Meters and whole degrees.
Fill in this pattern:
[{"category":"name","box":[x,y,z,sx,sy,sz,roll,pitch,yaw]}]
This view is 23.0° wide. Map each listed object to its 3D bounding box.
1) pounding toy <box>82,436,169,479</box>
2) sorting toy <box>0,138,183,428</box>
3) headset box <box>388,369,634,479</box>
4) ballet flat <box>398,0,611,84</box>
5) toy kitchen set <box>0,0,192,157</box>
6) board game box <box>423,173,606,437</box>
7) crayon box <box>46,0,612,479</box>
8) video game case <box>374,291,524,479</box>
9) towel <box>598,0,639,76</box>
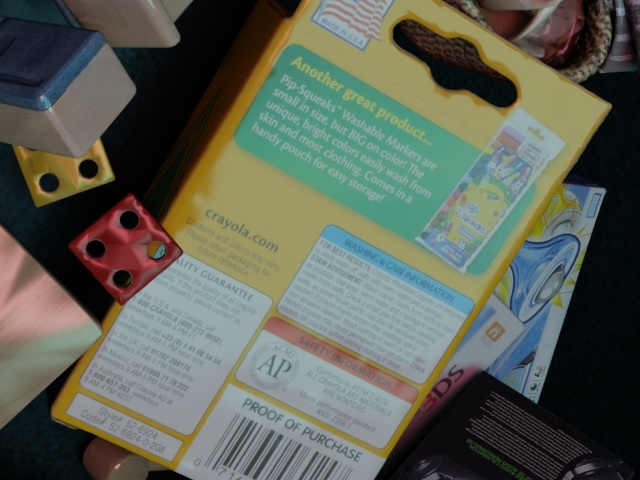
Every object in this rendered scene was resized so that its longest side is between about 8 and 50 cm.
[{"category":"pounding toy","box":[-0.093,0.220,1.057,0.181,0.094,0.206,-36,131,-14]},{"category":"sorting toy","box":[-0.207,0.038,0.881,0.274,0.046,0.132,-43,103,2]},{"category":"headset box","box":[0.060,0.273,1.058,0.283,0.131,0.246,-41,158,-44]},{"category":"ballet flat","box":[0.073,-0.279,0.841,0.164,0.182,0.482,-37,130,-16]},{"category":"toy kitchen set","box":[-0.141,-0.178,0.812,0.207,0.122,0.166,-54,136,-26]},{"category":"board game box","box":[0.121,0.045,1.148,0.136,0.035,0.201,3,109,-37]},{"category":"crayon box","box":[0.000,0.000,0.954,0.203,0.083,0.323,28,101,-20]},{"category":"video game case","box":[0.010,0.065,1.057,0.193,0.023,0.212,-47,120,-1]},{"category":"towel","box":[0.282,-0.244,1.052,0.284,0.121,0.235,-20,124,-26]}]
